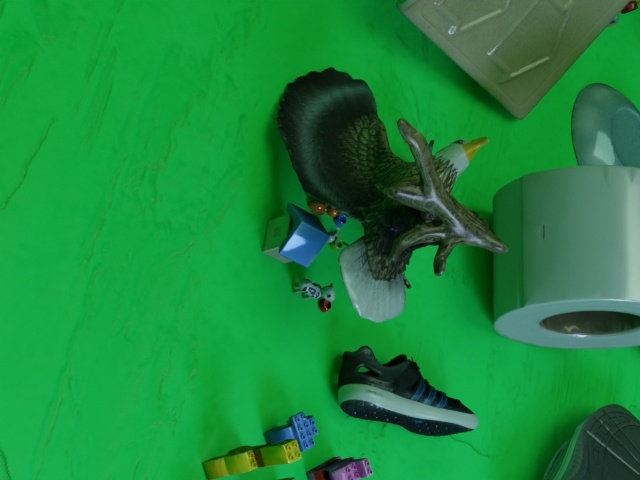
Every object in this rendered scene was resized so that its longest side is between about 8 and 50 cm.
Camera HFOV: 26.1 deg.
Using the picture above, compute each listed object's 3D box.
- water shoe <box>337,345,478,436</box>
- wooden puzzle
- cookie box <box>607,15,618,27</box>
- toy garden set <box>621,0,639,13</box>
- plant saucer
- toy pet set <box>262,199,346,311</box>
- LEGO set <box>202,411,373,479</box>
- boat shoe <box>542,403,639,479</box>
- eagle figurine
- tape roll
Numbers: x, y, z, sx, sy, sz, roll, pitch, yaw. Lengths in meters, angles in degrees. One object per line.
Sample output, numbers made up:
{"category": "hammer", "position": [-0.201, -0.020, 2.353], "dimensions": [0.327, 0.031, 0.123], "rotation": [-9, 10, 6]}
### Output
{"category": "water shoe", "position": [0.106, 0.168, 1.551], "dimensions": [0.203, 0.073, 0.080], "rotation": [20, 62, -40]}
{"category": "wooden puzzle", "position": [0.271, -0.347, 1.720], "dimensions": [0.348, 0.322, 0.080], "rotation": [31, 14, -51]}
{"category": "cookie box", "position": [0.348, -0.325, 1.924], "dimensions": [0.107, 0.092, 0.040], "rotation": [17, 69, -41]}
{"category": "toy garden set", "position": [0.477, -0.453, 2.124], "dimensions": [0.244, 0.049, 0.204], "rotation": [-18, 89, -47]}
{"category": "plant saucer", "position": [0.436, -0.140, 1.997], "dimensions": [0.195, 0.037, 0.195], "rotation": [16, 67, -41]}
{"category": "toy pet set", "position": [0.000, 0.000, 1.499], "dimensions": [0.114, 0.065, 0.122], "rotation": [28, 59, -37]}
{"category": "LEGO set", "position": [-0.035, 0.228, 1.378], "dimensions": [0.227, 0.093, 0.087], "rotation": [-20, 93, -46]}
{"category": "boat shoe", "position": [0.324, 0.316, 1.722], "dimensions": [0.118, 0.103, 0.320], "rotation": [46, 42, -1]}
{"category": "eagle figurine", "position": [0.083, -0.056, 1.505], "dimensions": [0.225, 0.298, 0.226], "rotation": [-6, 107, -24]}
{"category": "tape roll", "position": [0.334, 0.025, 1.698], "dimensions": [0.246, 0.246, 0.169], "rotation": [19, 66, -40]}
